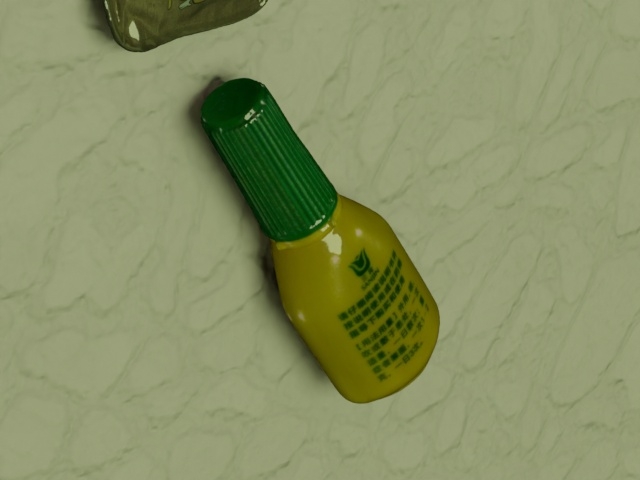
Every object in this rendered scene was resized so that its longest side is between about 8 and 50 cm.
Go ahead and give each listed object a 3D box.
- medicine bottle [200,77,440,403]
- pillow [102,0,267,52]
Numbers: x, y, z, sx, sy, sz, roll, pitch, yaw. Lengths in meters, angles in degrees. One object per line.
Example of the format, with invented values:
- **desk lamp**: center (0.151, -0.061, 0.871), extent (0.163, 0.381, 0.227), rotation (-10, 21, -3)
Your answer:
- **medicine bottle**: center (0.000, 0.000, 1.232), extent (0.095, 0.064, 0.260), rotation (-48, 133, -18)
- **pillow**: center (-0.083, -0.219, 1.089), extent (0.130, 0.033, 0.217), rotation (-21, 120, -35)
